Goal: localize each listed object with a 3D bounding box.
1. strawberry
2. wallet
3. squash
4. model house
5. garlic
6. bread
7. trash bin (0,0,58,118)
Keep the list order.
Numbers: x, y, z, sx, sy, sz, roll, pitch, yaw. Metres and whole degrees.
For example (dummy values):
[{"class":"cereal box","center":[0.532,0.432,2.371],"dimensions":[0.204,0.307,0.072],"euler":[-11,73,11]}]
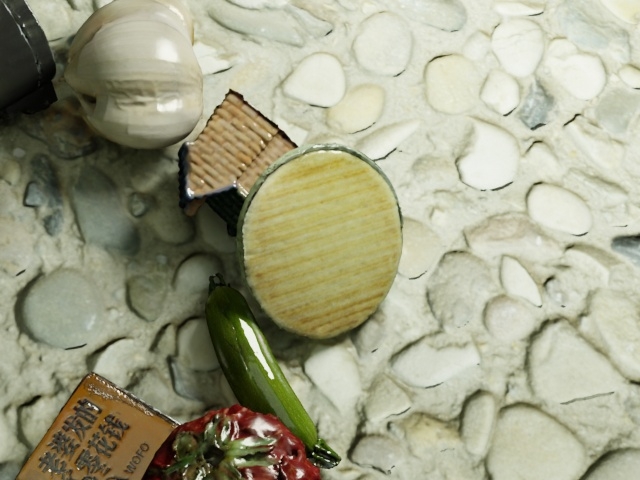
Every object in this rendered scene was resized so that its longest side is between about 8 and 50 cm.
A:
[{"class":"strawberry","center":[-0.105,0.349,1.582],"dimensions":[0.274,0.220,0.274],"euler":[-18,35,13]},{"class":"wallet","center":[-0.282,0.278,1.678],"dimensions":[0.161,0.042,0.195],"euler":[29,62,7]},{"class":"squash","center":[-0.083,0.174,1.745],"dimensions":[0.080,0.071,0.318],"euler":[-25,69,-21]},{"class":"model house","center":[-0.116,-0.081,1.838],"dimensions":[0.183,0.166,0.172],"euler":[37,78,-5]},{"class":"garlic","center":[-0.269,-0.251,1.873],"dimensions":[0.203,0.185,0.281],"euler":[-4,63,-11]},{"class":"bread","center":[0.000,0.000,1.792],"dimensions":[0.267,0.040,0.267],"euler":[-4,98,-29]},{"class":"trash bin","center":[-0.543,-0.229,1.815],"dimensions":[0.301,0.203,0.252],"euler":[-36,114,-23]}]
